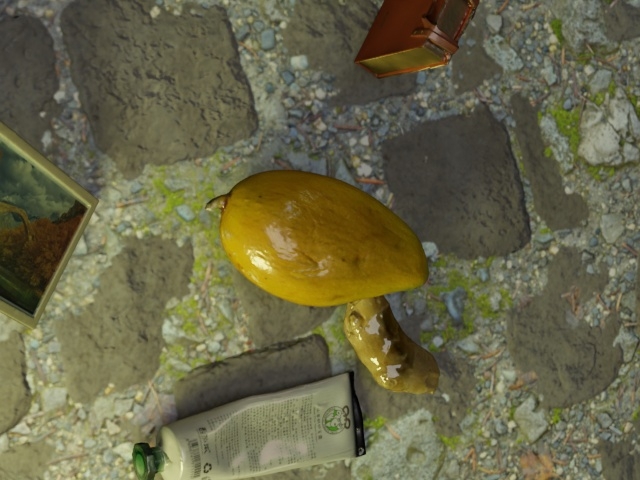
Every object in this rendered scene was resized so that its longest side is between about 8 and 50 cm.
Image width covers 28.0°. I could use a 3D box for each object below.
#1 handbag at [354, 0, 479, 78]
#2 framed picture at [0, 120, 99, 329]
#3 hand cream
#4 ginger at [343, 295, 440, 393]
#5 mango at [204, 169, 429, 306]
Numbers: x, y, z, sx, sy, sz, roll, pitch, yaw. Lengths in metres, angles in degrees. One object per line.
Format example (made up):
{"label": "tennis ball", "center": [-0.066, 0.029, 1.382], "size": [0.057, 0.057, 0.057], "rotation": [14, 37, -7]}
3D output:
{"label": "handbag", "center": [0.130, -0.286, 1.692], "size": [0.063, 0.190, 0.127], "rotation": [31, 78, -24]}
{"label": "framed picture", "center": [-0.352, -0.013, 1.472], "size": [0.184, 0.016, 0.250], "rotation": [-65, 156, -12]}
{"label": "hand cream", "center": [-0.083, 0.256, 1.676], "size": [0.336, 0.076, 0.121], "rotation": [-8, 100, -32]}
{"label": "ginger", "center": [0.094, 0.146, 1.748], "size": [0.095, 0.069, 0.190], "rotation": [-41, 107, -21]}
{"label": "mango", "center": [0.000, 0.000, 1.666], "size": [0.317, 0.119, 0.176], "rotation": [11, 66, -21]}
